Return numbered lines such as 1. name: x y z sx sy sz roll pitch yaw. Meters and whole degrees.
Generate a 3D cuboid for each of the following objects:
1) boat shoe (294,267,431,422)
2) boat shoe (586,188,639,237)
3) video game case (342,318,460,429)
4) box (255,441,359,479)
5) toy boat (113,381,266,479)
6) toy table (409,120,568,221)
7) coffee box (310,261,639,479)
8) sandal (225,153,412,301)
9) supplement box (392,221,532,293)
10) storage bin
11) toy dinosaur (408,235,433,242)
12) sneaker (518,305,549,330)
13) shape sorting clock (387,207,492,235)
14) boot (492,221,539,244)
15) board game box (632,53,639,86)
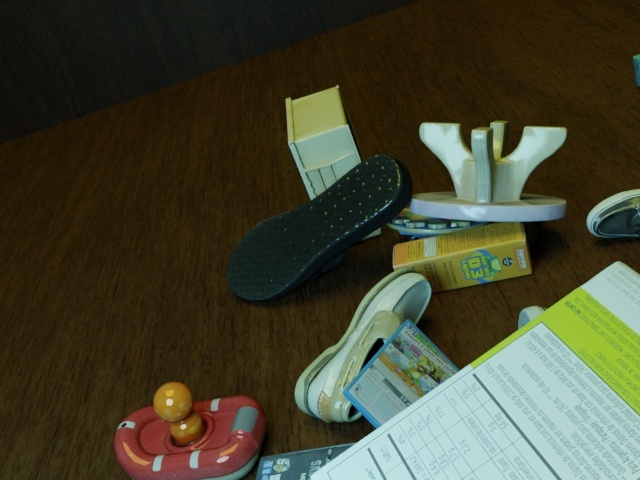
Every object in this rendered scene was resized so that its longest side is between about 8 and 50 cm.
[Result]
1. boat shoe: 0.094 0.168 1.286 0.103 0.113 0.302 14 53 45
2. boat shoe: 0.568 -0.039 1.373 0.229 0.080 0.076 -8 28 7
3. video game case: 0.122 0.208 1.193 0.166 0.119 0.015 -43 -4 -36
4. box: -0.003 0.364 1.043 0.183 0.059 0.232 -11 30 14
5. toy boat: -0.205 0.276 1.232 0.231 0.151 0.151 -11 29 16
6. toy table: 0.295 -0.125 1.452 0.274 0.160 0.252 2 12 9
7. coffee box: 0.248 0.291 0.637 0.334 0.337 0.338 -35 32 0
8. sandal: 0.002 0.001 1.584 0.446 0.107 0.167 -30 53 27
9. supplement box: 0.249 0.032 1.446 0.234 0.078 0.080 -14 29 13
10. storage bin: 0.029 -0.159 1.733 0.123 0.260 0.262 -18 28 6
11. toy dinosaur: 0.209 0.004 1.585 0.090 0.047 0.082 7 10 -21
12. sneaker: 0.347 0.174 1.118 0.091 0.094 0.258 -3 36 -2
13. shape sorting clock: 0.226 -0.045 1.565 0.206 0.040 0.206 0 15 0
14. boot: 0.360 -0.026 1.523 0.087 0.042 0.118 -8 29 35
15. board game box: 0.898 -0.393 1.772 0.336 0.079 0.254 -22 28 -2
